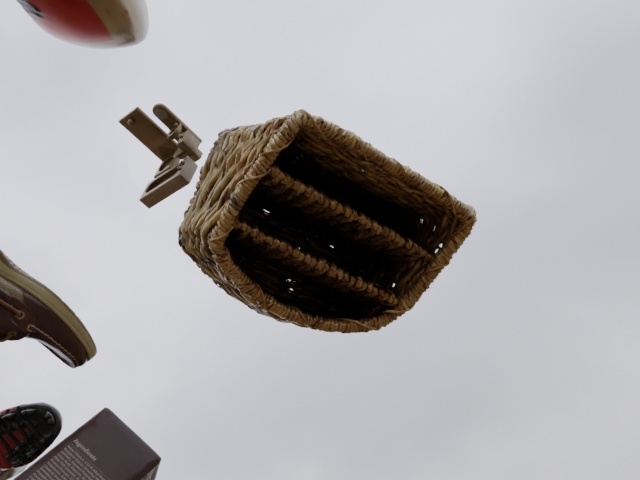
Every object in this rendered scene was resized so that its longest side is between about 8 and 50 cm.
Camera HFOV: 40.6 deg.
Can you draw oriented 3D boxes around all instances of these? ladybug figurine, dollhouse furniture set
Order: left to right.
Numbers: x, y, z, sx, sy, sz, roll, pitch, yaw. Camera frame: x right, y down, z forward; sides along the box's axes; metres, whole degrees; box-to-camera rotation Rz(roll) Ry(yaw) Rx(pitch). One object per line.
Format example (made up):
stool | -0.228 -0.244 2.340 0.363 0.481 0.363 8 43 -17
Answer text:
ladybug figurine | -0.394 -0.442 1.234 0.162 0.305 0.449 -27 -34 -2
dollhouse furniture set | -0.298 -0.161 1.546 0.144 0.151 0.123 -27 -59 35

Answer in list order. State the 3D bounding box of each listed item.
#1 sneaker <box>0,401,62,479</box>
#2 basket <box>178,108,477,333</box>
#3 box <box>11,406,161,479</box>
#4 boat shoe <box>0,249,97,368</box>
sneaker | -0.514 0.336 1.434 0.276 0.097 0.135 -35 -4 21
basket | 0.000 0.000 1.076 0.299 0.213 0.223 29 -15 -29
box | -0.433 0.452 1.322 0.381 0.143 0.191 -41 -18 -41
boat shoe | -0.476 0.094 1.257 0.123 0.123 0.342 4 -38 48
